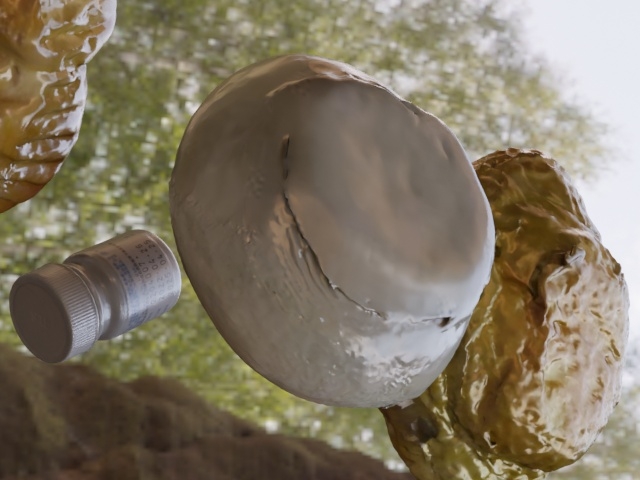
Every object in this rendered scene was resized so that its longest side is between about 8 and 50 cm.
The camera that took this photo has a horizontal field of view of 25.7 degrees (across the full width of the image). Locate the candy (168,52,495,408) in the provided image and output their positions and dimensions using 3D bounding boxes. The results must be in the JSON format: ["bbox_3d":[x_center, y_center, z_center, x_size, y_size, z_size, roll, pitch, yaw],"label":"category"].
[{"bbox_3d":[0.000,0.000,1.122,0.185,0.295,0.296,-28,-117,51],"label":"candy"}]

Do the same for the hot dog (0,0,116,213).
[{"bbox_3d":[-0.333,-0.198,1.099,0.365,0.196,0.367,22,-71,17],"label":"hot dog"}]

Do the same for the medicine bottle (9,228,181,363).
[{"bbox_3d":[-0.240,0.058,1.519,0.105,0.168,0.105,17,-63,35],"label":"medicine bottle"}]

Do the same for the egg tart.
[{"bbox_3d":[0.185,0.088,1.349,0.153,0.339,0.352,11,-115,45],"label":"egg tart"}]
